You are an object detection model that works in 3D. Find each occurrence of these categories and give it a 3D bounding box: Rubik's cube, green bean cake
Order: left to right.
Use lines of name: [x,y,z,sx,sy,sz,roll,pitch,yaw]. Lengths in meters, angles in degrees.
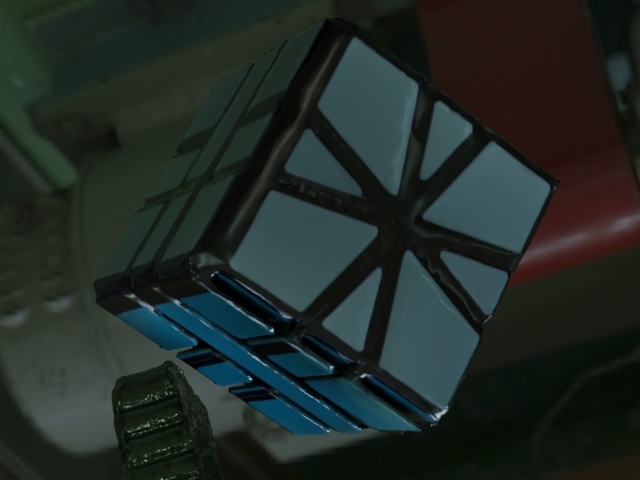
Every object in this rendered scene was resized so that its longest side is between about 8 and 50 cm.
green bean cake: [-0.152,0.237,1.650,0.094,0.183,0.185,-14,153,-3]
Rubik's cube: [0.000,0.000,1.517,0.288,0.293,0.283,34,157,-20]
